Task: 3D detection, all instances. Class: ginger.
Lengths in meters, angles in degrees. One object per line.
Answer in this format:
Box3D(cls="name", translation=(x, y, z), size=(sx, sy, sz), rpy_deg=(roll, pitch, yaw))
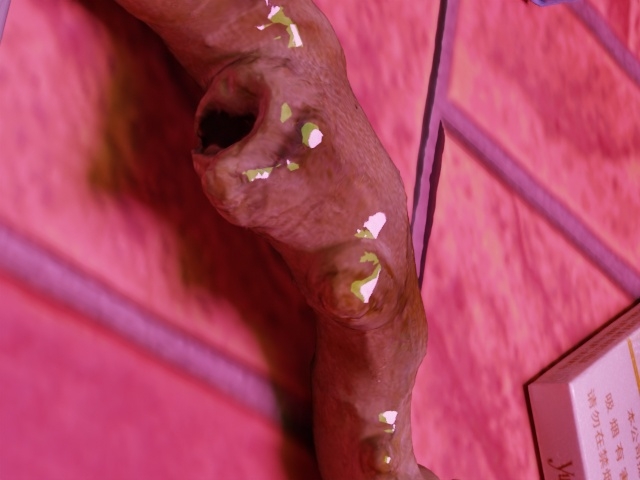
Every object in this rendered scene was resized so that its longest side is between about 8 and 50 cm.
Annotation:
Box3D(cls="ginger", translation=(0.000, 0.000, 0.548), size=(0.089, 0.075, 0.288), rpy_deg=(-79, 146, -64))

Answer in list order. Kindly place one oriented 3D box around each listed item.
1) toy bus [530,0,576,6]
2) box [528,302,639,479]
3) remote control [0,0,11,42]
Box3D(cls="toy bus", translation=(0.066, -0.215, 0.651), size=(0.297, 0.106, 0.131), rpy_deg=(49, 45, -44))
Box3D(cls="box", translation=(0.140, 0.078, 0.796), size=(0.167, 0.024, 0.090), rpy_deg=(-26, 107, -54))
Box3D(cls="remote control", translation=(-0.085, -0.176, 0.454), size=(0.109, 0.055, 0.313), rpy_deg=(37, 55, -49))
